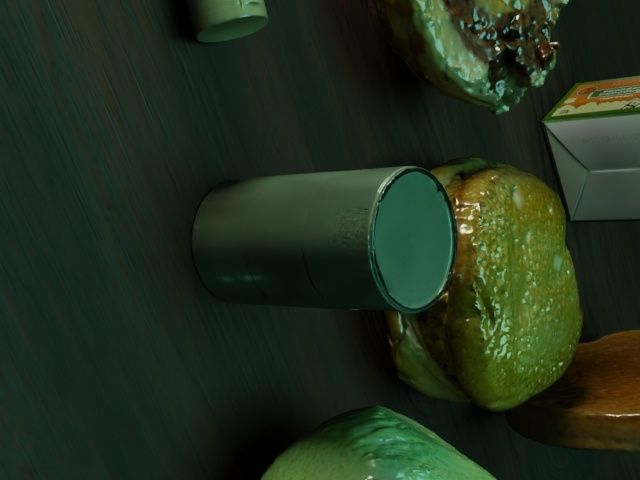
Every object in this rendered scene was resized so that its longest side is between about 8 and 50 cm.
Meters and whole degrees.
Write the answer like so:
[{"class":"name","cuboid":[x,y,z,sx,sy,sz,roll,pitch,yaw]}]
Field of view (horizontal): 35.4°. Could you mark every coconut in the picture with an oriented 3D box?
[{"class":"coconut","cuboid":[0.070,0.329,0.959,0.328,0.281,0.328,50,17,-21]}]

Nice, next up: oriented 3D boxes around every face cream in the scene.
[{"class":"face cream","cuboid":[-0.108,-0.302,0.929,0.114,0.070,0.224,-13,87,-50]}]

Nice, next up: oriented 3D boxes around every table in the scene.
[{"class":"table","cuboid":[0.000,0.000,0.915,0.126,0.220,0.126,1,89,-49]}]

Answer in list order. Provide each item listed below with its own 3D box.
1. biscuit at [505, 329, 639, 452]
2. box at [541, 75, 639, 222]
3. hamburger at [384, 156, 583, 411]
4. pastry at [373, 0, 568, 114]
[{"class":"biscuit","cuboid":[0.448,0.191,1.348,0.455,0.350,0.078,-13,102,-34]},{"class":"box","cuboid":[0.459,-0.137,1.470,0.148,0.195,0.177,-42,119,-41]},{"class":"hamburger","cuboid":[0.194,0.046,1.180,0.314,0.170,0.290,-11,101,-50]},{"class":"pastry","cuboid":[0.151,-0.283,1.148,0.237,0.170,0.256,18,80,-27]}]
